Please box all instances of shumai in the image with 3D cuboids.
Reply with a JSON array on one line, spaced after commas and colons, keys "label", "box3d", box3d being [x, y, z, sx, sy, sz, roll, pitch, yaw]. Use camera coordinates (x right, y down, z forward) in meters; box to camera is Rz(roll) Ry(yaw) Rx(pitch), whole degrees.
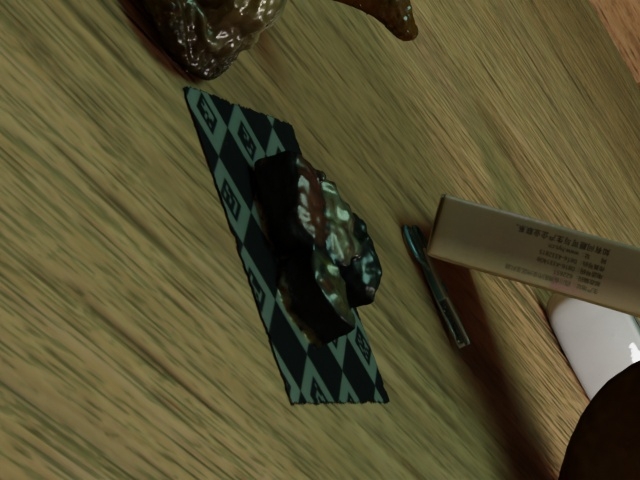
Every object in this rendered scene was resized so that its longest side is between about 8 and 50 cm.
[{"label": "shumai", "box3d": [-0.076, -0.176, 1.266, 0.139, 0.105, 0.123, 90, -15, -60]}]

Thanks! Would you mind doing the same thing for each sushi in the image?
[{"label": "sushi", "box3d": [0.000, 0.000, 1.331, 0.231, 0.047, 0.219, 70, 16, 10]}]

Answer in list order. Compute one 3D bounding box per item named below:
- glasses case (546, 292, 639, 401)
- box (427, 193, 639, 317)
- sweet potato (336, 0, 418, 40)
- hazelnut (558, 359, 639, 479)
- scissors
[{"label": "glasses case", "box3d": [0.335, 0.136, 2.145, 0.233, 0.092, 0.059, 56, 22, -30]}, {"label": "box", "box3d": [0.287, 0.039, 1.702, 0.214, 0.353, 0.069, 13, 92, -75]}, {"label": "sweet potato", "box3d": [-0.054, -0.275, 1.418, 0.359, 0.112, 0.112, 43, 23, -16]}, {"label": "hazelnut", "box3d": [0.379, 0.271, 1.708, 0.372, 0.315, 0.372, 47, -11, 11]}, {"label": "scissors", "box3d": [0.104, 0.040, 1.671, 0.119, 0.014, 0.058, 66, 16, 7]}]
